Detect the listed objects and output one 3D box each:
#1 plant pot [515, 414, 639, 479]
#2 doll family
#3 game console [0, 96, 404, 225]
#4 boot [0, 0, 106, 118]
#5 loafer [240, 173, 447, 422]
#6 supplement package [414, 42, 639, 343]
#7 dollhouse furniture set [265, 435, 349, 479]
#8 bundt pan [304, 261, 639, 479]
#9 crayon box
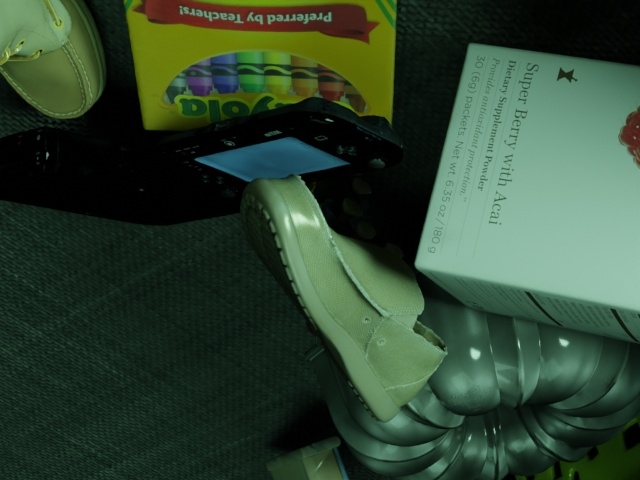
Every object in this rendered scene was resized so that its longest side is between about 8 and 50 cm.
[{"bbox_3d":[0.341,0.261,1.467,0.228,0.207,0.227,26,137,-22],"label":"plant pot"},{"bbox_3d":[0.000,0.000,1.237,0.111,0.193,0.076,-37,151,26],"label":"doll family"},{"bbox_3d":[-0.102,-0.060,1.133,0.213,0.044,0.361,10,166,-43],"label":"game console"},{"bbox_3d":[-0.248,-0.137,1.056,0.095,0.203,0.262,-6,139,15],"label":"boot"},{"bbox_3d":[0.023,0.033,1.126,0.092,0.102,0.268,-36,135,-6],"label":"loafer"},{"bbox_3d":[0.245,-0.019,1.059,0.292,0.178,0.175,11,171,22],"label":"supplement package"},{"bbox_3d":[0.109,0.301,1.660,0.303,0.198,0.286,-15,171,-22],"label":"dollhouse furniture set"},{"bbox_3d":[0.158,0.133,1.332,0.330,0.124,0.331,-8,151,-5],"label":"bundt pan"},{"bbox_3d":[-0.040,-0.177,1.080,0.202,0.081,0.319,2,141,4],"label":"crayon box"}]
